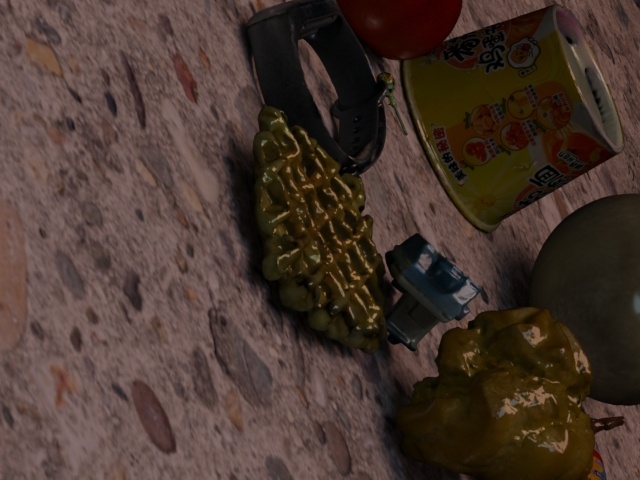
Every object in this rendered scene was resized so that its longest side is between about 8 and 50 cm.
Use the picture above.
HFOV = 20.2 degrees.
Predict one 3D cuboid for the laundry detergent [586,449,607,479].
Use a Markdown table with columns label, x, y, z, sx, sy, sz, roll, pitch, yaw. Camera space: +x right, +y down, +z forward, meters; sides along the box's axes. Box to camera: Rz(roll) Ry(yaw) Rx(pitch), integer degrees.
| label | x | y | z | sx | sy | sz | roll | pitch | yaw |
| --- | --- | --- | --- | --- | --- | --- | --- | --- | --- |
| laundry detergent | 0.308 | 0.316 | 2.084 | 0.097 | 0.049 | 0.165 | 37 | 35 | -40 |

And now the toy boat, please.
| label | x | y | z | sx | sy | sz | roll | pitch | yaw |
| --- | --- | --- | --- | --- | --- | --- | --- | --- | --- |
| toy boat | 0.091 | 0.052 | 1.774 | 0.088 | 0.102 | 0.215 | 43 | 2 | -6 |

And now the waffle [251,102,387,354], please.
| label | x | y | z | sx | sy | sz | roll | pitch | yaw |
| --- | --- | --- | --- | --- | --- | --- | --- | --- | --- |
| waffle | -0.002 | 0.002 | 1.665 | 0.223 | 0.054 | 0.204 | 37 | 36 | -51 |

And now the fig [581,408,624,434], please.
| label | x | y | z | sx | sy | sz | roll | pitch | yaw |
| --- | --- | --- | --- | --- | --- | --- | --- | --- | --- |
| fig | 0.236 | 0.208 | 1.881 | 0.119 | 0.153 | 0.119 | -12 | 90 | -72 |

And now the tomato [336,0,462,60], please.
| label | x | y | z | sx | sy | sz | roll | pitch | yaw |
| --- | --- | --- | --- | --- | --- | --- | --- | --- | --- |
| tomato | 0.088 | -0.306 | 2.104 | 0.195 | 0.136 | 0.195 | 51 | 24 | -34 |

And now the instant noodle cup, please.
| label | x | y | z | sx | sy | sz | roll | pitch | yaw |
| --- | --- | --- | --- | --- | --- | --- | --- | --- | --- |
| instant noodle cup | 0.249 | -0.162 | 2.251 | 0.264 | 0.200 | 0.264 | 50 | 27 | -37 |

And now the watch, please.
| label | x | y | z | sx | sy | sz | roll | pitch | yaw |
| --- | --- | --- | --- | --- | --- | --- | --- | --- | --- |
| watch | 0.004 | -0.153 | 1.838 | 0.193 | 0.068 | 0.206 | 68 | 24 | -3 |

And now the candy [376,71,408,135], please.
| label | x | y | z | sx | sy | sz | roll | pitch | yaw |
| --- | --- | --- | --- | --- | --- | --- | --- | --- | --- |
| candy | 0.086 | -0.160 | 2.114 | 0.023 | 0.025 | 0.083 | -46 | 123 | -38 |

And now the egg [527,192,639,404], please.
| label | x | y | z | sx | sy | sz | roll | pitch | yaw |
| --- | --- | --- | --- | --- | --- | --- | --- | --- | --- |
| egg | 0.388 | 0.071 | 2.253 | 0.258 | 0.258 | 0.352 | 66 | 19 | 0 |

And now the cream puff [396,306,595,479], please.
| label | x | y | z | sx | sy | sz | roll | pitch | yaw |
| --- | --- | --- | --- | --- | --- | --- | --- | --- | --- |
| cream puff | 0.188 | 0.153 | 1.736 | 0.221 | 0.195 | 0.194 | 16 | 53 | -69 |
